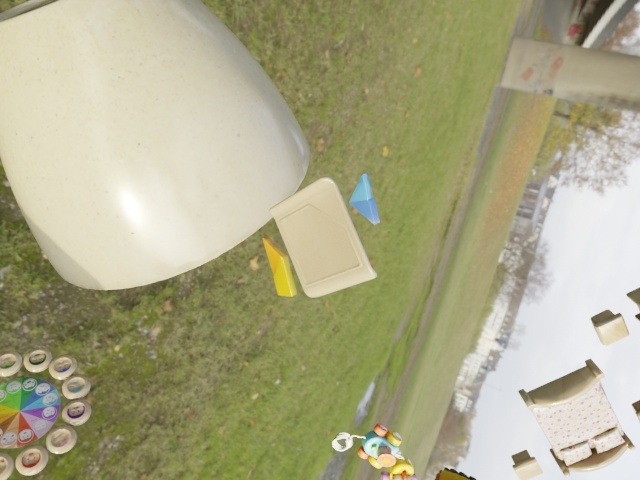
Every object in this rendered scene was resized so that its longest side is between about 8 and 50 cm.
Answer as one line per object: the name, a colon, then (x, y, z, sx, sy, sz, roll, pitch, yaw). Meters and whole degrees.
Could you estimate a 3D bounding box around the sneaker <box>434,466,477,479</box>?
sneaker: (0.153, 0.257, 0.371, 0.092, 0.088, 0.225, -50, -174, -24)

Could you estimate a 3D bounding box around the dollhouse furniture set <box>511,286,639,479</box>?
dollhouse furniture set: (0.466, 0.292, 0.789, 0.303, 0.356, 0.173, 56, 11, -24)

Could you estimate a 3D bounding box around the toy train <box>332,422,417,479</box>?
toy train: (0.085, 0.366, 0.740, 0.046, 0.125, 0.166, -113, -176, -73)

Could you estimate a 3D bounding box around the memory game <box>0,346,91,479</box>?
memory game: (-0.411, 0.230, 0.654, 0.186, 0.186, 0.012, -56, 172, -42)

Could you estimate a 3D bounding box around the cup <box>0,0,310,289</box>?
cup: (-0.203, -0.148, 0.521, 0.331, 0.331, 0.236, -58, 140, -39)

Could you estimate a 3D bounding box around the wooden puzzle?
wooden puzzle: (0.000, 0.000, 0.328, 0.014, 0.116, 0.078, -27, 98, -44)
